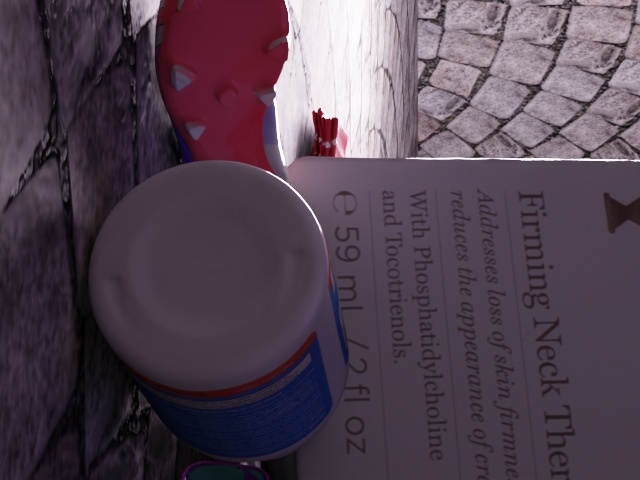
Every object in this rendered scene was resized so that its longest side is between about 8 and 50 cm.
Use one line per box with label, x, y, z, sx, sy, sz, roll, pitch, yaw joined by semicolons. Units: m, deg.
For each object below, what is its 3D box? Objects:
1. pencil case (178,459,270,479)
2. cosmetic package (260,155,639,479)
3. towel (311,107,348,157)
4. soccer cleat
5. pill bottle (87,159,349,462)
pencil case;-0.066;0.229;0.971;0.070;0.064;0.152;-62;154;-70
cosmetic package;0.157;0.148;1.061;0.327;0.393;0.330;106;-17;-66
towel;0.000;0.000;1.538;0.199;0.031;0.275;18;77;-85
soccer cleat;-0.060;-0.088;0.865;0.095;0.083;0.248;-118;-164;-49
pill bottle;-0.048;0.055;0.787;0.221;0.124;0.124;78;17;-66
